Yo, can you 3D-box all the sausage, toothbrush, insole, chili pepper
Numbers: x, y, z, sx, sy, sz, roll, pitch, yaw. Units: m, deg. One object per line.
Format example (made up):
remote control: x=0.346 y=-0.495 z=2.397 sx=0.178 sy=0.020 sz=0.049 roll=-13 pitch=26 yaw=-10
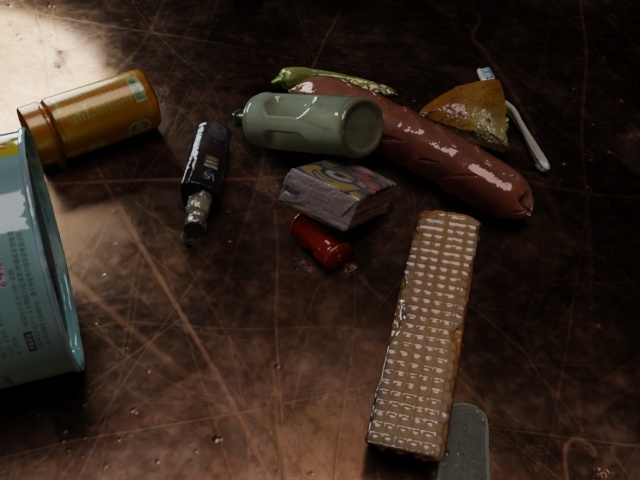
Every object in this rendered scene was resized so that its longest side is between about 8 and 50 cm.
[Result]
sausage: x=0.128 y=-0.151 z=1.220 sx=0.433 sy=0.087 sz=0.088 roll=31 pitch=54 yaw=23
toothbrush: x=0.306 y=-0.198 z=1.310 sx=0.026 sy=0.022 sz=0.263 roll=-17 pitch=50 yaw=-1
insole: x=0.154 y=0.277 z=0.892 sx=0.080 sy=0.003 sz=0.232 roll=10 pitch=49 yaw=6
chili pepper: x=0.024 y=-0.259 z=1.339 sx=0.208 sy=0.049 sz=0.043 roll=6 pitch=82 yaw=-1

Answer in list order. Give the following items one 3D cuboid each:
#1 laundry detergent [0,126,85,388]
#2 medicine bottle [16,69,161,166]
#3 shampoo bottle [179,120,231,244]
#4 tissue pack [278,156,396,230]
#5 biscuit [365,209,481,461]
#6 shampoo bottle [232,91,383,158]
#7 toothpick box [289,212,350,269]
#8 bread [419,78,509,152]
laundry detergent: x=-0.443 y=0.043 z=0.887 sx=0.305 sy=0.287 sz=0.287 roll=-13 pitch=50 yaw=-13
medicine bottle: x=-0.344 y=-0.185 z=1.221 sx=0.192 sy=0.096 sz=0.096 roll=-24 pitch=54 yaw=-22
shampoo bottle: x=-0.168 y=-0.085 z=1.167 sx=0.057 sy=0.063 sz=0.207 roll=11 pitch=46 yaw=-7
tissue pack: x=0.026 y=-0.066 z=1.118 sx=0.109 sy=0.060 sz=0.148 roll=27 pitch=22 yaw=18
biscuit: x=0.135 y=0.104 z=1.008 sx=0.094 sy=0.054 sz=0.378 roll=9 pitch=48 yaw=9
shampoo bottle: x=-0.034 y=-0.173 z=1.201 sx=0.234 sy=0.087 sz=0.118 roll=9 pitch=15 yaw=33
toothpick box: x=0.000 y=0.000 z=1.104 sx=0.047 sy=0.047 sz=0.083 roll=-29 pitch=56 yaw=-25
bread: x=0.252 y=-0.214 z=1.294 sx=0.154 sy=0.054 sz=0.136 roll=27 pitch=57 yaw=17
